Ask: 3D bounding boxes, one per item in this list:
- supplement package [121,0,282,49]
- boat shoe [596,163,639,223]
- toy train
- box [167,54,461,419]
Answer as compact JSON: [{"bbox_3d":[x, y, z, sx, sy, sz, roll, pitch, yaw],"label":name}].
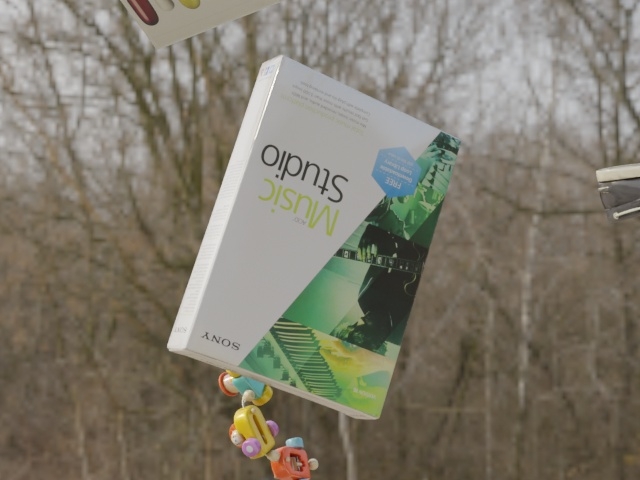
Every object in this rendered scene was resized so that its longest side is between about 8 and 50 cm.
[{"bbox_3d":[-0.126,-0.397,1.719,0.262,0.204,0.145,-18,-46,20],"label":"supplement package"},{"bbox_3d":[0.383,-0.049,1.377,0.206,0.065,0.075,-1,8,37],"label":"boat shoe"},{"bbox_3d":[-0.062,0.193,1.457,0.046,0.166,0.125,-22,-20,26],"label":"toy train"},{"bbox_3d":[0.000,0.000,1.397,0.232,0.322,0.058,22,-11,-23],"label":"box"}]
